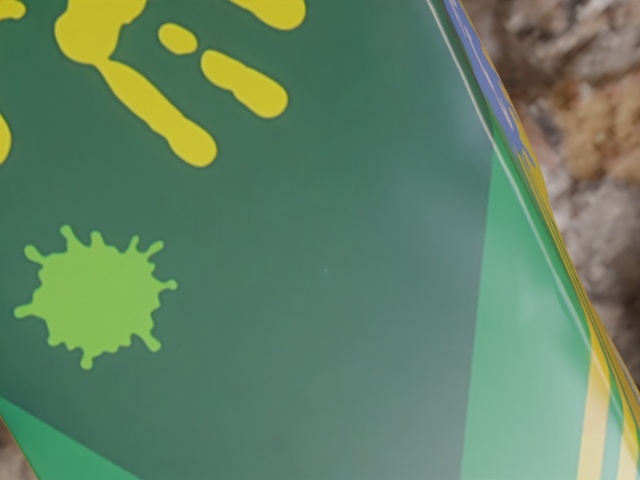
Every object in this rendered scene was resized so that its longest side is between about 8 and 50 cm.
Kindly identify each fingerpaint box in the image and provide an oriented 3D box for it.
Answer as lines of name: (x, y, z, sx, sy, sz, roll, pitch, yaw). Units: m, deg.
fingerpaint box: (0.000, 0.000, 0.720, 0.163, 0.445, 0.371, -25, 108, 4)
